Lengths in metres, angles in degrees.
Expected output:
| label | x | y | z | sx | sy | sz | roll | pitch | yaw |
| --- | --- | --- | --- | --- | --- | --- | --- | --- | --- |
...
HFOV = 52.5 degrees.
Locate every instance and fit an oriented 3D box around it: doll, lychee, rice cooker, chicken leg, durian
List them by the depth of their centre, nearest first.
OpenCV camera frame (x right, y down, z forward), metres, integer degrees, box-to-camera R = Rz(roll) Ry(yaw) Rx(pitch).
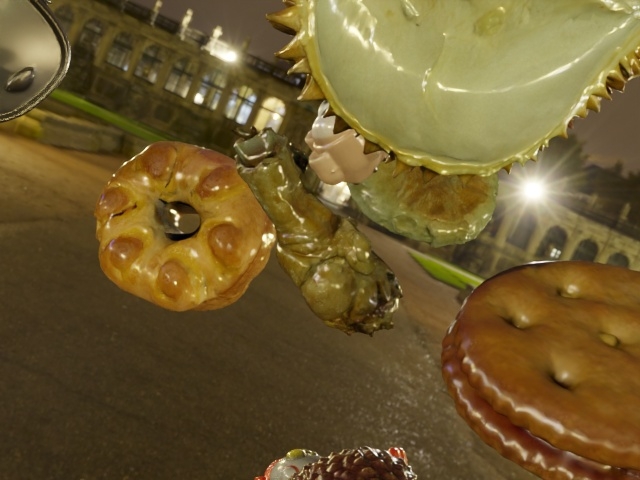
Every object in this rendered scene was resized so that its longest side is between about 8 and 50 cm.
| label | x | y | z | sx | sy | sz | roll | pitch | yaw |
| --- | --- | --- | --- | --- | --- | --- | --- | --- | --- |
| durian | 0.088 | -0.120 | 0.406 | 0.252 | 0.139 | 0.144 | 17 | 33 | -9 |
| chicken leg | 0.000 | 0.000 | 0.557 | 0.227 | 0.088 | 0.103 | 59 | 11 | -30 |
| doll | 0.099 | -0.183 | 0.912 | 0.119 | 0.278 | 0.154 | 54 | 0 | -25 |
| lychee | 0.033 | 0.438 | 0.986 | 0.272 | 0.271 | 0.271 | 24 | 4 | -2 |
| rice cooker | -0.547 | -0.324 | 1.048 | 0.267 | 0.267 | 0.224 | 21 | 9 | -36 |
| doll | 0.017 | 0.500 | 1.416 | 0.337 | 0.105 | 0.200 | -13 | -19 | 12 |

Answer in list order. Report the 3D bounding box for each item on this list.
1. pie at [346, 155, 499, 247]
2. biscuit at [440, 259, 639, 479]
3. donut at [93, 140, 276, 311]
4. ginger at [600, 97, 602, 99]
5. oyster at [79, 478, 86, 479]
| label | x | y | z | sx | sy | sz | roll | pitch | yaw |
| --- | --- | --- | --- | --- | --- | --- | --- | --- | --- |
| pie | 0.178 | -0.130 | 1.160 | 0.307 | 0.306 | 0.071 | 24 | -24 | 1 |
| biscuit | 0.197 | 0.087 | 0.457 | 0.221 | 0.066 | 0.220 | 3 | 30 | -2 |
| donut | -0.230 | -0.024 | 1.111 | 0.317 | 0.299 | 0.150 | 68 | 11 | 26 |
| ginger | 0.334 | -0.210 | 0.983 | 0.193 | 0.122 | 0.115 | 3 | 36 | -4 |
| oyster | -0.191 | 0.413 | 0.781 | 0.342 | 0.110 | 0.166 | 28 | -23 | 12 |
